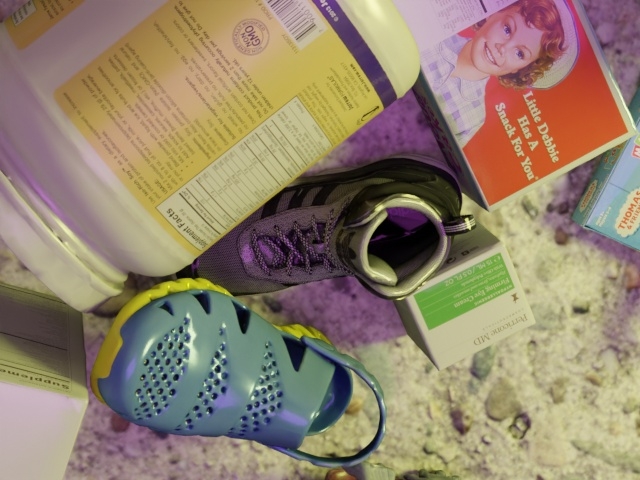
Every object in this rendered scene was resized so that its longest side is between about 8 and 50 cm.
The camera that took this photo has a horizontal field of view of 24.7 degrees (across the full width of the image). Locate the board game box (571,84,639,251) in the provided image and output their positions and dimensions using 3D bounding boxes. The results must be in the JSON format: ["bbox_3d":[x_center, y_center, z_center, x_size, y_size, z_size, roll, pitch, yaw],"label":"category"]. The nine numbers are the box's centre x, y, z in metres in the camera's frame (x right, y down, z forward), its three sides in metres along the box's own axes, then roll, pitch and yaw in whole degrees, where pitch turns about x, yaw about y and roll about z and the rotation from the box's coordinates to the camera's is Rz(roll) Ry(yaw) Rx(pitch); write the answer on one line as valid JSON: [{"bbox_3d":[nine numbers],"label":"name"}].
[{"bbox_3d":[0.362,-0.046,1.360,0.211,0.039,0.160,24,99,-16],"label":"board game box"}]

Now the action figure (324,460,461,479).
[{"bbox_3d":[0.055,0.390,1.313,0.248,0.276,0.370,18,87,-21],"label":"action figure"}]

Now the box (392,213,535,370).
[{"bbox_3d":[0.119,0.045,1.306,0.101,0.102,0.087,-26,110,-4],"label":"box"}]

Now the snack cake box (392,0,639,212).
[{"bbox_3d":[0.146,-0.177,1.258,0.152,0.089,0.264,-28,108,-3],"label":"snack cake box"}]

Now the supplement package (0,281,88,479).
[{"bbox_3d":[-0.273,0.129,1.181,0.139,0.244,0.134,16,101,-14],"label":"supplement package"}]

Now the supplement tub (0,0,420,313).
[{"bbox_3d":[-0.115,-0.123,1.145,0.331,0.241,0.241,-38,108,2],"label":"supplement tub"}]

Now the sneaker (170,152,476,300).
[{"bbox_3d":[0.000,0.000,1.242,0.268,0.153,0.101,-16,106,-2],"label":"sneaker"}]

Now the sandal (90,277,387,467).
[{"bbox_3d":[-0.051,0.118,1.202,0.317,0.138,0.126,14,103,-50],"label":"sandal"}]
